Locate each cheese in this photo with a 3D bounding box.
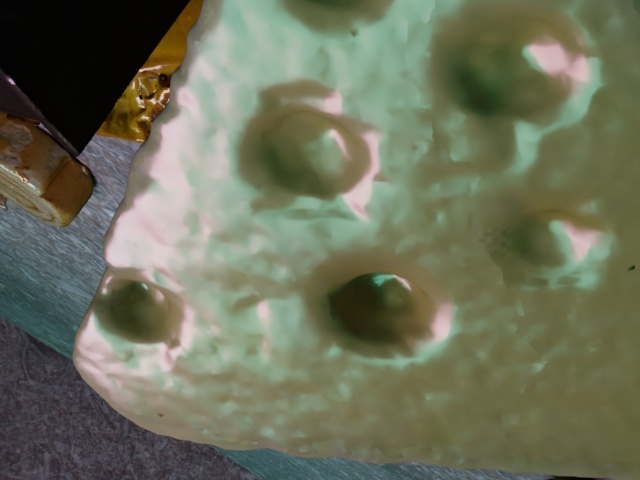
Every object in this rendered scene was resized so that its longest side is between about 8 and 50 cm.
[{"bbox_3d":[0.053,-0.041,0.480,0.384,0.104,0.384,7,132,8],"label":"cheese"}]

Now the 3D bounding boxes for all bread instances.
[{"bbox_3d":[-0.323,-0.076,1.175,0.149,0.073,0.122,35,159,-11],"label":"bread"}]

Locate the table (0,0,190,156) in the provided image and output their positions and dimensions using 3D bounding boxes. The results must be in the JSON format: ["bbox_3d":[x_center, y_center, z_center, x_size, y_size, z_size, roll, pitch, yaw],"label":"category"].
[{"bbox_3d":[-0.209,-0.210,0.486,0.282,0.196,0.250,17,157,37],"label":"table"}]

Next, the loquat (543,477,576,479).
[{"bbox_3d":[0.275,0.334,1.187,0.163,0.137,0.163,14,171,2],"label":"loquat"}]

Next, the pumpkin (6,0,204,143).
[{"bbox_3d":[-0.047,-0.092,0.706,0.279,0.111,0.163,16,-179,33],"label":"pumpkin"}]
